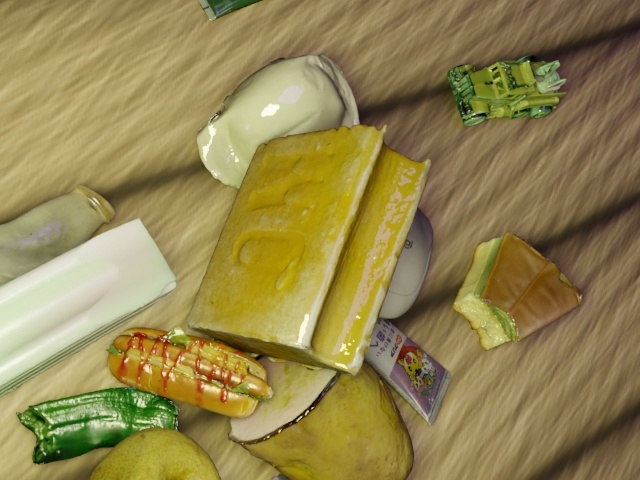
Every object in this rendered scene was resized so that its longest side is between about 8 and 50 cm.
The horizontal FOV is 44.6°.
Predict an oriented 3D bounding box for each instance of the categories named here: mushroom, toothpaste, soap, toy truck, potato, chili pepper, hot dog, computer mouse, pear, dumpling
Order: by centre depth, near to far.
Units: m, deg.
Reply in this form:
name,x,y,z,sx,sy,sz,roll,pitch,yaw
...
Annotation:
name,x,y,z,sx,sy,sz,roll,pitch,yaw
pear,-0.231,0.374,1.035,0.188,0.211,0.228,24,34,-33
soap,-0.372,0.109,1.043,0.347,0.208,0.115,-32,90,-29
mushroom,-0.454,0.019,1.101,0.351,0.097,0.109,-26,89,-33
chili pepper,-0.313,0.260,1.111,0.224,0.061,0.098,1,79,-24
hot dog,-0.186,0.184,1.134,0.250,0.076,0.104,16,53,11
soap,-0.023,0.011,1.143,0.156,0.293,0.335,33,71,-39
potato,0.029,0.289,1.195,0.266,0.229,0.229,48,60,-22
computer mouse,0.110,-0.008,1.319,0.184,0.121,0.296,36,46,-12
dumpling,-0.060,-0.186,1.333,0.227,0.243,0.175,58,20,-20
toothpaste,0.111,0.184,1.337,0.299,0.073,0.114,43,48,-14
toothpaste,-0.128,-0.452,1.433,0.204,0.031,0.049,-28,86,-28
toy truck,0.387,-0.321,1.580,0.260,0.135,0.128,-11,79,-24

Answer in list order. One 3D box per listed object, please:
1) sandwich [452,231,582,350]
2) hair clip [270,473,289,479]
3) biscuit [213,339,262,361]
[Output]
name,x,y,z,sx,sy,sz,roll,pitch,yaw
sandwich,0.372,0.123,1.453,0.220,0.108,0.186,34,63,-16
hair clip,-0.119,0.448,1.130,0.137,0.090,0.278,40,61,-2
biscuit,-0.144,0.188,1.237,0.081,0.018,0.083,39,61,-10
